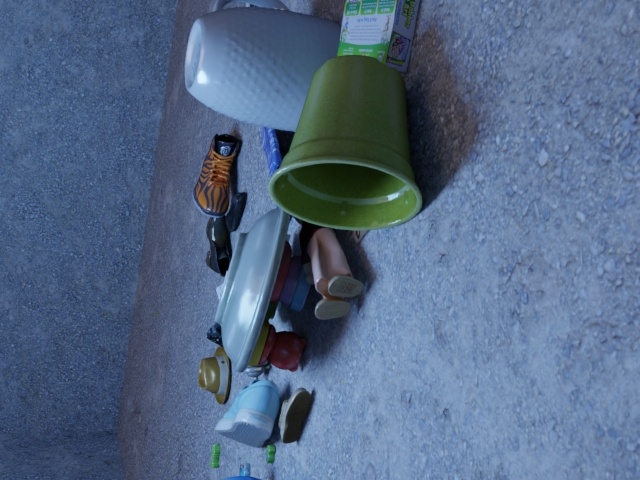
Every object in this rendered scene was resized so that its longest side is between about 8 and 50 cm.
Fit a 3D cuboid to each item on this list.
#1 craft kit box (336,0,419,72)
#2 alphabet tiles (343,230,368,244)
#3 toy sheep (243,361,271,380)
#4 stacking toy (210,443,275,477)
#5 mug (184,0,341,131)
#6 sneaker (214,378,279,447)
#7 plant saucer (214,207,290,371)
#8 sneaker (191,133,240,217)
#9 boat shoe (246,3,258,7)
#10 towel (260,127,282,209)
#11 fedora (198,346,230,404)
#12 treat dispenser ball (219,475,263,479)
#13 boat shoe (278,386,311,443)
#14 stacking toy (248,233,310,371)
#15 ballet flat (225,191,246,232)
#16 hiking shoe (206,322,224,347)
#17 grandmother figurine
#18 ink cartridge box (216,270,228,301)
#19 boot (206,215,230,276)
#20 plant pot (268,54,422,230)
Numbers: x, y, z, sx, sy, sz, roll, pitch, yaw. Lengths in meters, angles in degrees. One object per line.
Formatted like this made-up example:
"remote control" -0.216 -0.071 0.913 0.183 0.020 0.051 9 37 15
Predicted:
"craft kit box" 0.119 -0.471 1.469 0.250 0.061 0.247 -144 64 -63
"alphabet tiles" 0.080 -0.122 1.549 0.198 0.009 0.237 125 142 -49
"toy sheep" -0.182 0.327 1.981 0.091 0.091 0.132 152 114 -63
"stacking toy" -0.197 0.634 1.851 0.052 0.167 0.221 167 107 -66
"mug" -0.146 -0.451 1.728 0.276 0.328 0.374 131 137 -54
"sneaker" -0.178 0.456 1.935 0.366 0.135 0.150 -42 23 61
"plant saucer" -0.168 0.097 1.668 0.400 0.100 0.401 -164 90 -84
"sneaker" -0.337 -0.232 2.360 0.321 0.124 0.180 -98 26 -42
"boat shoe" -0.173 -0.652 2.146 0.076 0.080 0.229 -5 83 60
"towel" -0.134 -0.236 1.922 0.243 0.040 0.336 87 170 -52
"fedora" -0.351 0.437 2.352 0.194 0.079 0.194 -176 90 -66
"treat dispenser ball" -0.185 0.692 1.663 0.288 0.288 0.288 -175 90 -67
"boat shoe" -0.069 0.408 1.727 0.059 0.063 0.170 56 137 47
"stacking toy" -0.074 0.148 1.791 0.279 0.130 0.309 -84 13 -68
"ballet flat" -0.269 -0.086 2.322 0.057 0.049 0.173 49 142 21
"hiking shoe" -0.258 0.251 2.182 0.132 0.113 0.304 -62 7 -24
"grandmother figurine" 0.000 0.000 1.585 0.208 0.104 0.342 -54 35 26
"ink cartridge box" -0.208 0.146 1.993 0.092 0.143 0.090 -120 41 -52
"boot" -0.324 0.013 2.389 0.106 0.082 0.219 39 131 49
"plant pot" 0.058 -0.189 1.340 0.276 0.276 0.254 143 138 -60
